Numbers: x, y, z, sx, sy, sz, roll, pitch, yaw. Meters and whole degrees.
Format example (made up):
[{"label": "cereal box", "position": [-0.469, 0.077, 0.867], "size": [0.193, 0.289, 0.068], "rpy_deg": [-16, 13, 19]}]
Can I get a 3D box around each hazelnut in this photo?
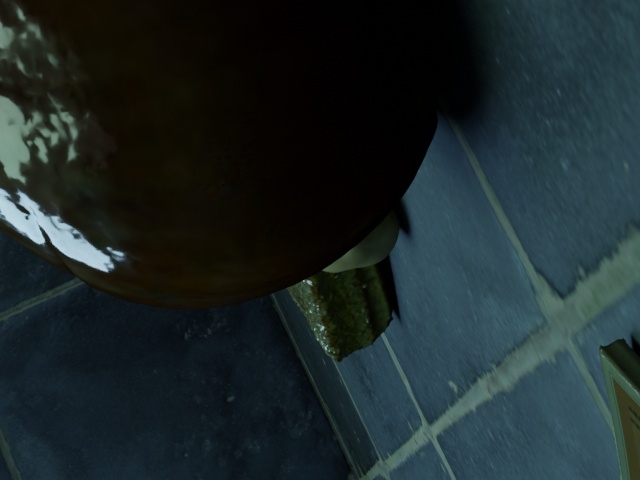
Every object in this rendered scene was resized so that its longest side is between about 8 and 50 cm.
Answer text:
[{"label": "hazelnut", "position": [-0.110, -0.155, 0.820], "size": [0.359, 0.359, 0.410], "rpy_deg": [-148, 43, -78]}]

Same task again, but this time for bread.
[{"label": "bread", "position": [0.000, 0.000, 1.376], "size": [0.184, 0.110, 0.234], "rpy_deg": [58, 172, 32]}]

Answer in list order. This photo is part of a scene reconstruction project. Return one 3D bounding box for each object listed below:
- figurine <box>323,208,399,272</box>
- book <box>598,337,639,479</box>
[{"label": "figurine", "position": [0.013, -0.066, 1.143], "size": [0.114, 0.108, 0.196], "rpy_deg": [19, 123, 46]}, {"label": "book", "position": [0.222, 0.187, 0.696], "size": [0.170, 0.018, 0.242], "rpy_deg": [56, 169, 48]}]
